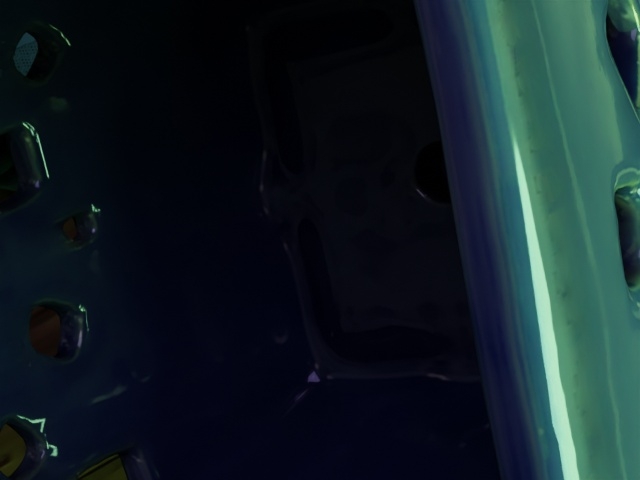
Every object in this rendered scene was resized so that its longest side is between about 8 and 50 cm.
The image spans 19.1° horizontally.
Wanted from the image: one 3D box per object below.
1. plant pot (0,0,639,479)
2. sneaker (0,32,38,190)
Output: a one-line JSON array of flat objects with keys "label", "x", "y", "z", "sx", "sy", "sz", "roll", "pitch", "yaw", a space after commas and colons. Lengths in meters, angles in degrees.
[{"label": "plant pot", "x": 0.000, "y": 0.000, "z": 0.531, "sx": 0.236, "sy": 0.212, "sz": 0.236, "roll": -7, "pitch": 99, "yaw": 33}, {"label": "sneaker", "x": -0.130, "y": -0.077, "z": 0.709, "sx": 0.275, "sy": 0.107, "sz": 0.110, "roll": 29, "pitch": 76, "yaw": 19}]
